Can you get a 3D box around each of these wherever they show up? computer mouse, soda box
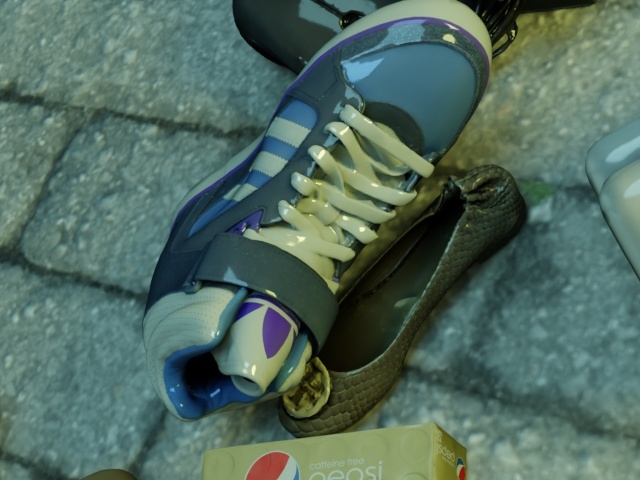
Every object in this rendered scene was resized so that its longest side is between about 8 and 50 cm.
[{"bbox_3d":[0.021,-0.191,0.990,0.272,0.072,0.188,30,92,34],"label":"computer mouse"},{"bbox_3d":[0.007,0.172,0.830,0.181,0.058,0.061,-11,59,26],"label":"soda box"}]

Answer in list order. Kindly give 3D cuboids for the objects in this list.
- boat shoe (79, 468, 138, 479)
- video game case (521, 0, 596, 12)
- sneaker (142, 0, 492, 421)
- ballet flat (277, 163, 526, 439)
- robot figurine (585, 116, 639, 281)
[{"bbox_3d":[-0.228,0.303,0.860,0.307,0.111,0.104,-46,50,0],"label":"boat shoe"},{"bbox_3d":[0.157,-0.311,1.034,0.196,0.026,0.274,-1,63,30],"label":"video game case"},{"bbox_3d":[-0.001,0.000,0.835,0.323,0.130,0.236,-38,31,28],"label":"sneaker"},{"bbox_3d":[0.052,0.040,0.876,0.250,0.058,0.084,-47,50,0],"label":"ballet flat"},{"bbox_3d":[0.333,-0.075,0.682,0.353,0.200,0.300,-29,19,13],"label":"robot figurine"}]
